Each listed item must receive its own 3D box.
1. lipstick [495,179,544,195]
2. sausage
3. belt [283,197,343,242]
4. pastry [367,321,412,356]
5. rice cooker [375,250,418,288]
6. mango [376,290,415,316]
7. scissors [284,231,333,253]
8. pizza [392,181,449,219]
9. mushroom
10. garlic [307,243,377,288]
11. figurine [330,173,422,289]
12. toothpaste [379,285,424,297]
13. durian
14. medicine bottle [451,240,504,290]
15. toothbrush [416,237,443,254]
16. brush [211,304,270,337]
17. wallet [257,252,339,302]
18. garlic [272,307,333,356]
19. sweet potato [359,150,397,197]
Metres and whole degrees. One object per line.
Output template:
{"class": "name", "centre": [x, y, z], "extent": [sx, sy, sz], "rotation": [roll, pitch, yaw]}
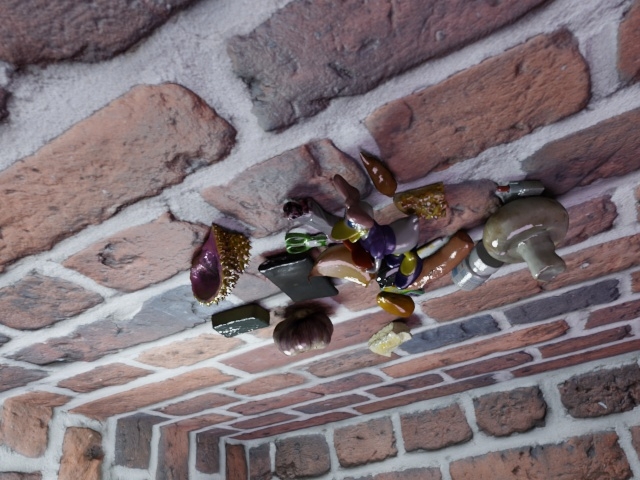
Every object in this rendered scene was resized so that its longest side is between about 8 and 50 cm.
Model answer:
{"class": "lipstick", "centre": [0.523, -0.139, 1.363], "extent": [0.129, 0.030, 0.030], "rotation": [-2, 149, -9]}
{"class": "sausage", "centre": [0.368, 0.078, 1.641], "extent": [0.087, 0.079, 0.326], "rotation": [36, 135, -9]}
{"class": "belt", "centre": [0.001, -0.054, 1.375], "extent": [0.071, 0.053, 0.232], "rotation": [-32, 144, 31]}
{"class": "pastry", "centre": [0.292, 0.413, 2.171], "extent": [0.121, 0.089, 0.258], "rotation": [7, 146, -16]}
{"class": "rice cooker", "centre": [0.224, 0.071, 1.578], "extent": [0.165, 0.107, 0.112], "rotation": [-37, 148, 19]}
{"class": "mango", "centre": [0.267, 0.218, 1.857], "extent": [0.159, 0.084, 0.105], "rotation": [34, 150, -21]}
{"class": "scissors", "centre": [0.000, 0.000, 1.487], "extent": [0.204, 0.027, 0.101], "rotation": [-6, 153, -1]}
{"class": "pizza", "centre": [0.277, -0.099, 1.362], "extent": [0.174, 0.046, 0.134], "rotation": [6, 147, -21]}
{"class": "mushroom", "centre": [0.580, 0.005, 1.427], "extent": [0.243, 0.244, 0.244], "rotation": [-5, 149, -3]}
{"class": "garlic", "centre": [0.063, 0.066, 1.535], "extent": [0.206, 0.128, 0.115], "rotation": [4, -168, -8]}
{"class": "figurine", "centre": [0.155, -0.014, 1.338], "extent": [0.193, 0.154, 0.420], "rotation": [-41, 140, 25]}
{"class": "toothpaste", "centre": [0.287, 0.165, 1.810], "extent": [0.178, 0.037, 0.043], "rotation": [14, 142, -31]}
{"class": "durian", "centre": [-0.288, 0.096, 1.473], "extent": [0.153, 0.187, 0.260], "rotation": [16, 156, -23]}
{"class": "medicine bottle", "centre": [0.503, 0.085, 1.659], "extent": [0.104, 0.105, 0.168], "rotation": [4, 148, -18]}
{"class": "toothbrush", "centre": [0.269, 0.062, 1.647], "extent": [0.288, 0.024, 0.021], "rotation": [-31, 141, 34]}
{"class": "brush", "centre": [-0.292, 0.297, 1.884], "extent": [0.197, 0.059, 0.123], "rotation": [-18, 146, 17]}
{"class": "wallet", "centre": [-0.064, 0.125, 1.667], "extent": [0.170, 0.044, 0.321], "rotation": [-14, 151, 13]}
{"class": "garlic", "centre": [-0.071, 0.334, 1.906], "extent": [0.244, 0.161, 0.245], "rotation": [-15, -178, 1]}
{"class": "sweet potato", "centre": [0.140, -0.159, 1.232], "extent": [0.056, 0.057, 0.195], "rotation": [-21, 142, 21]}
